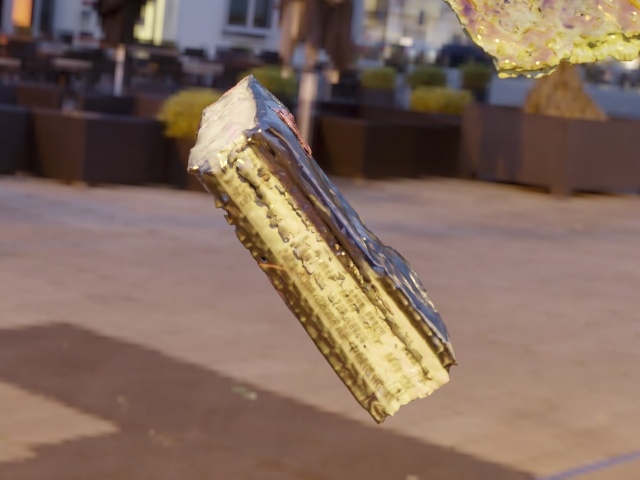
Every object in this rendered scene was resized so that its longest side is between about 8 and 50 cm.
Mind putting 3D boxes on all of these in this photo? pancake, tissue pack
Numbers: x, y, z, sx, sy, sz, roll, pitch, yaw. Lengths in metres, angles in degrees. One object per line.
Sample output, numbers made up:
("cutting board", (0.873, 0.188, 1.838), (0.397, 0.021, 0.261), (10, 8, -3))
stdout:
("pancake", (0.198, -0.220, 1.376), (0.376, 0.197, 0.054), (24, -23, 12))
("tissue pack", (0.000, 0.000, 1.612), (0.123, 0.332, 0.245), (-33, 17, 7))
